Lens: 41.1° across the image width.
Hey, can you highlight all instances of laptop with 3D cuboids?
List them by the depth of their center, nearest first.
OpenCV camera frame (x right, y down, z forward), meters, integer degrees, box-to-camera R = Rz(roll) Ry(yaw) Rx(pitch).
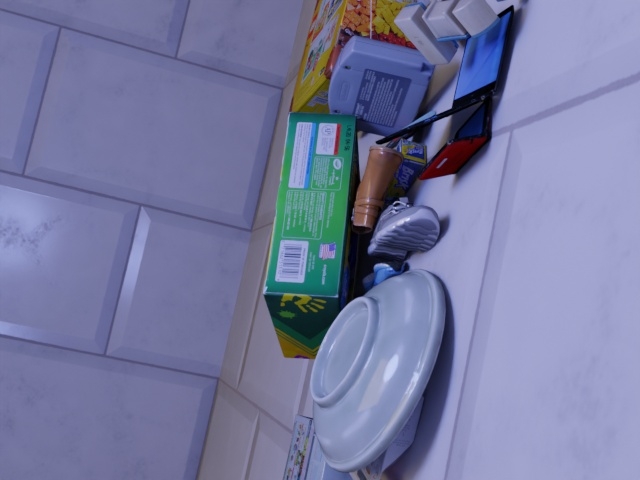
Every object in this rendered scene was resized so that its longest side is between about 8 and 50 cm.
[{"bbox_3d":[0.222,-0.295,1.565,0.234,0.264,0.137,179,67,-80],"label":"laptop"}]

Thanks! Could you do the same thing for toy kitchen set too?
[{"bbox_3d":[0.270,-0.421,1.529,0.166,0.122,0.207,-56,30,-13],"label":"toy kitchen set"}]

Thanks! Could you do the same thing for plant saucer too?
[{"bbox_3d":[0.075,0.217,1.561,0.400,0.100,0.400,-54,18,27],"label":"plant saucer"}]

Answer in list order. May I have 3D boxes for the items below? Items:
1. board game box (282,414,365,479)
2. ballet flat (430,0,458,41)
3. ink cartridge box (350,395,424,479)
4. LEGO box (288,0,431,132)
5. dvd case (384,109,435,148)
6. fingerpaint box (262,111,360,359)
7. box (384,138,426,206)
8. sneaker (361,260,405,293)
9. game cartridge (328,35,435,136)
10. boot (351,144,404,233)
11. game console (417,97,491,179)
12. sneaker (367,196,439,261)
[{"bbox_3d":[0.002,0.498,1.806,0.303,0.097,0.224,161,122,-73],"label":"board game box"},{"bbox_3d":[0.267,-0.468,1.753,0.077,0.091,0.241,71,-156,-53],"label":"ballet flat"},{"bbox_3d":[0.118,0.359,1.573,0.181,0.056,0.225,-141,61,-75],"label":"ink cartridge box"},{"bbox_3d":[0.096,-0.496,2.097,0.500,0.193,0.373,163,122,-76],"label":"LEGO box"},{"bbox_3d":[0.188,-0.231,1.820,0.087,0.013,0.119,-33,-5,-24],"label":"dvd case"},{"bbox_3d":[0.000,0.000,1.924,0.371,0.163,0.445,82,-167,-61],"label":"fingerpaint box"},{"bbox_3d":[0.167,-0.142,1.835,0.169,0.059,0.054,121,159,-51],"label":"box"},{"bbox_3d":[0.138,0.091,1.767,0.162,0.063,0.073,122,140,-63],"label":"sneaker"},{"bbox_3d":[0.118,-0.320,1.802,0.297,0.198,0.062,107,180,-67],"label":"game cartridge"},{"bbox_3d":[0.110,-0.099,1.725,0.197,0.073,0.152,99,-171,-75],"label":"boot"},{"bbox_3d":[0.240,-0.182,1.536,0.085,0.124,0.144,70,156,17],"label":"game console"},{"bbox_3d":[0.156,-0.038,1.679,0.281,0.105,0.115,146,135,-72],"label":"sneaker"}]
